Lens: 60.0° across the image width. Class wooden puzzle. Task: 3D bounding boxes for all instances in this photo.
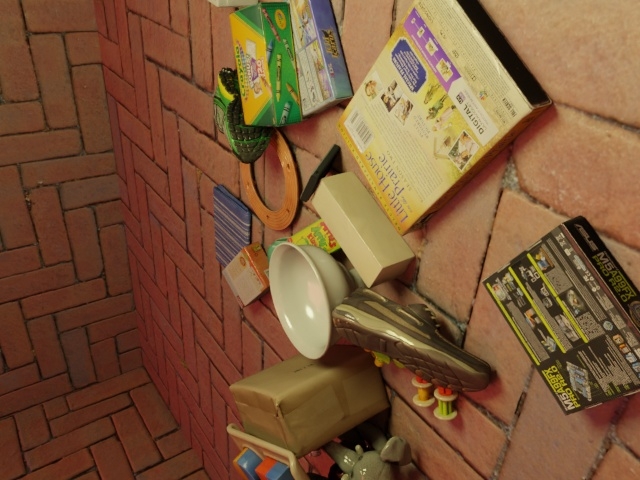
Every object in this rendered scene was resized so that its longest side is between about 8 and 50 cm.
[{"bbox_3d":[-0.096,0.634,1.391,0.347,0.080,0.322,-2,121,56],"label":"wooden puzzle"}]

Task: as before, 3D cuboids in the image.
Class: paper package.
[{"bbox_3d":[-0.033,0.416,1.494,0.309,0.324,0.168,-11,96,57],"label":"paper package"}]

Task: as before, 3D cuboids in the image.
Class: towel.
[{"bbox_3d":[-0.317,-0.014,2.021,0.243,0.040,0.336,39,136,39],"label":"towel"}]

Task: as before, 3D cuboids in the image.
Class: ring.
[{"bbox_3d":[-0.152,-0.197,1.670,0.336,0.032,0.337,30,129,47],"label":"ring"}]

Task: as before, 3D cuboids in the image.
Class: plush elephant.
[{"bbox_3d":[0.098,0.594,1.433,0.329,0.272,0.255,27,155,20],"label":"plush elephant"}]

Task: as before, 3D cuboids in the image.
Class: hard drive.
[{"bbox_3d":[0.000,-0.166,1.358,0.022,0.135,0.094,31,140,2],"label":"hard drive"}]

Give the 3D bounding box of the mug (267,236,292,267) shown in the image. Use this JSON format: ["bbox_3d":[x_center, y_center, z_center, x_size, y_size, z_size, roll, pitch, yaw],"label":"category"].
[{"bbox_3d":[-0.095,0.042,1.599,0.157,0.129,0.098,8,108,56],"label":"mug"}]

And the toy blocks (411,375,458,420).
[{"bbox_3d":[0.256,0.314,1.252,0.123,0.054,0.148,19,120,54],"label":"toy blocks"}]

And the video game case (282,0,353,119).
[{"bbox_3d":[-0.040,-0.443,1.345,0.244,0.061,0.270,-6,99,60],"label":"video game case"}]

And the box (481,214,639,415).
[{"bbox_3d":[0.415,0.128,0.908,0.270,0.060,0.216,61,147,19],"label":"box"}]

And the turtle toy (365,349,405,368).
[{"bbox_3d":[0.165,0.261,1.356,0.130,0.066,0.095,51,142,31],"label":"turtle toy"}]

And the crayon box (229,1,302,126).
[{"bbox_3d":[-0.135,-0.427,1.366,0.165,0.081,0.279,18,120,54],"label":"crayon box"}]

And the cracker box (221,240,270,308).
[{"bbox_3d":[-0.243,0.122,1.905,0.156,0.067,0.232,60,143,7],"label":"cracker box"}]

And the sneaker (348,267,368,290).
[{"bbox_3d":[0.103,0.143,1.405,0.053,0.061,0.152,-39,73,55],"label":"sneaker"}]

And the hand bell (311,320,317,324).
[{"bbox_3d":[-0.003,0.105,1.535,0.126,0.126,0.242,-2,91,58],"label":"hand bell"}]

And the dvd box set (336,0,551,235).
[{"bbox_3d":[0.201,-0.239,1.066,0.308,0.062,0.420,62,147,17],"label":"dvd box set"}]

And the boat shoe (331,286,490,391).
[{"bbox_3d":[0.199,0.194,1.177,0.355,0.130,0.132,25,150,17],"label":"boat shoe"}]

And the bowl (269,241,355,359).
[{"bbox_3d":[-0.004,0.134,1.383,0.298,0.134,0.298,35,132,51],"label":"bowl"}]

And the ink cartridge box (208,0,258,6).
[{"bbox_3d":[-0.257,-0.716,1.489,0.176,0.127,0.128,46,139,37],"label":"ink cartridge box"}]

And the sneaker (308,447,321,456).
[{"bbox_3d":[-0.047,0.669,1.908,0.166,0.064,0.076,23,107,48],"label":"sneaker"}]

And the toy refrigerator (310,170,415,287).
[{"bbox_3d":[0.093,-0.028,1.299,0.270,0.102,0.094,56,145,25],"label":"toy refrigerator"}]

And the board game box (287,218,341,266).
[{"bbox_3d":[0.000,0.000,1.457,0.181,0.043,0.092,-30,78,38],"label":"board game box"}]

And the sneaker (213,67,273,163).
[{"bbox_3d":[-0.230,-0.339,1.594,0.146,0.134,0.344,119,145,-42],"label":"sneaker"}]
